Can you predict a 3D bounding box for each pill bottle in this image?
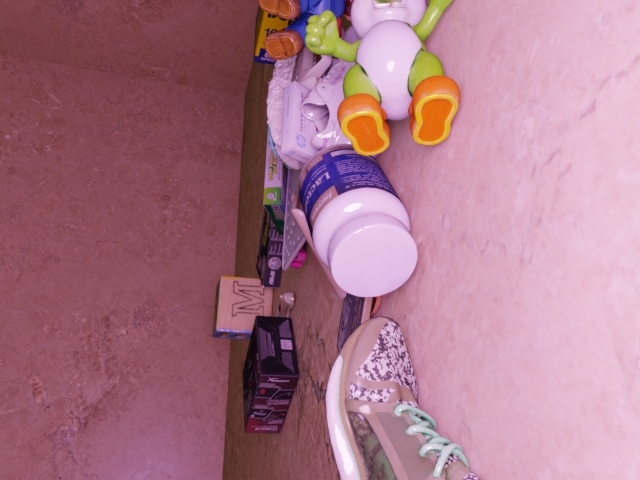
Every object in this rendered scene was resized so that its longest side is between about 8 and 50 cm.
[{"bbox_3d":[0.055,-0.037,0.861,0.264,0.153,0.153,-108,28,-57],"label":"pill bottle"}]

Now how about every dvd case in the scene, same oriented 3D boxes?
[{"bbox_3d":[0.061,0.134,0.981,0.164,0.018,0.221,-110,25,-70],"label":"dvd case"}]

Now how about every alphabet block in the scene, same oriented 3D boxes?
[{"bbox_3d":[-0.282,0.248,1.960,0.192,0.193,0.197,138,137,-67],"label":"alphabet block"}]

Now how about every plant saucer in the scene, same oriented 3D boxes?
[{"bbox_3d":[0.091,0.089,0.945,0.083,0.013,0.083,-175,90,-75],"label":"plant saucer"}]

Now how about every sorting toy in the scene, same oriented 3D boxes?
[{"bbox_3d":[0.000,0.000,1.069,0.193,0.038,0.208,61,-177,-14],"label":"sorting toy"}]

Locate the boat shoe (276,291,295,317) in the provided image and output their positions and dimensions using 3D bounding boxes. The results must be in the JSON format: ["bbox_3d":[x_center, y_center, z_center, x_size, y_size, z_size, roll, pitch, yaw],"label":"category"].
[{"bbox_3d":[-0.112,0.195,1.612,0.153,0.048,0.056,121,152,-58],"label":"boat shoe"}]

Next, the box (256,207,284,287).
[{"bbox_3d":[-0.167,0.003,1.881,0.216,0.060,0.270,-128,45,-70],"label":"box"}]

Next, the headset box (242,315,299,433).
[{"bbox_3d":[-0.153,0.396,1.563,0.218,0.110,0.293,-103,24,-50],"label":"headset box"}]

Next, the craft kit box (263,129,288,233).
[{"bbox_3d":[-0.113,-0.172,1.595,0.250,0.061,0.246,73,-160,-70],"label":"craft kit box"}]

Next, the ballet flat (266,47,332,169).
[{"bbox_3d":[-0.035,-0.348,1.191,0.147,0.147,0.409,118,156,-55],"label":"ballet flat"}]

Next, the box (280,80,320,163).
[{"bbox_3d":[0.006,-0.208,1.065,0.038,0.186,0.145,-19,62,44],"label":"box"}]

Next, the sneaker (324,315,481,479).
[{"bbox_3d":[0.120,0.268,0.617,0.182,0.158,0.410,-29,47,34],"label":"sneaker"}]

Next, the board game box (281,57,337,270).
[{"bbox_3d":[-0.015,-0.169,1.331,0.390,0.050,0.390,127,149,-59],"label":"board game box"}]

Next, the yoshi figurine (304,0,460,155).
[{"bbox_3d":[0.098,-0.317,0.780,0.203,0.203,0.362,-39,42,48],"label":"yoshi figurine"}]

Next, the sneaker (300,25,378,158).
[{"bbox_3d":[0.044,-0.290,1.009,0.114,0.152,0.305,123,152,-62],"label":"sneaker"}]

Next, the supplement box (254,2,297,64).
[{"bbox_3d":[-0.050,-0.650,1.431,0.356,0.194,0.195,117,155,-55],"label":"supplement box"}]

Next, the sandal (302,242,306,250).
[{"bbox_3d":[-0.059,-0.044,1.521,0.067,0.040,0.179,161,114,-72],"label":"sandal"}]

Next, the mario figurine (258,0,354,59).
[{"bbox_3d":[-0.013,-0.470,1.067,0.320,0.170,0.198,-44,0,-39],"label":"mario figurine"}]
